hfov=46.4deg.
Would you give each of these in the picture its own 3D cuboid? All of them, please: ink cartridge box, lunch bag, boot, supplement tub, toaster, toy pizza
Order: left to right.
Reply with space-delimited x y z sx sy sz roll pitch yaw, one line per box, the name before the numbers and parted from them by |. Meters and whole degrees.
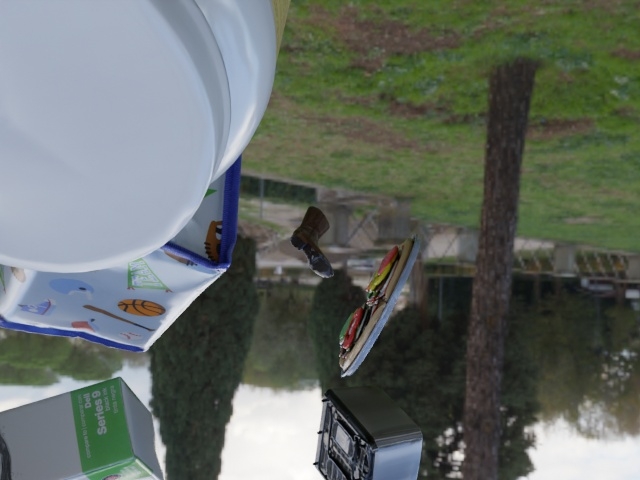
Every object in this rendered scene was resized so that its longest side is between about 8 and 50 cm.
ink cartridge box | -0.382 0.308 1.023 0.289 0.122 0.211 -15 154 -8
supplement tub | -0.139 -0.166 0.477 0.240 0.331 0.241 3 132 3
lunch bag | -0.239 -0.106 0.879 0.238 0.386 0.328 16 151 -25
boot | 0.000 0.000 1.341 0.037 0.106 0.114 -31 -164 31
toaster | 0.077 0.351 1.236 0.110 0.168 0.185 -4 -158 -27
toy pizza | 0.066 0.077 0.937 0.032 0.201 0.201 27 175 1
